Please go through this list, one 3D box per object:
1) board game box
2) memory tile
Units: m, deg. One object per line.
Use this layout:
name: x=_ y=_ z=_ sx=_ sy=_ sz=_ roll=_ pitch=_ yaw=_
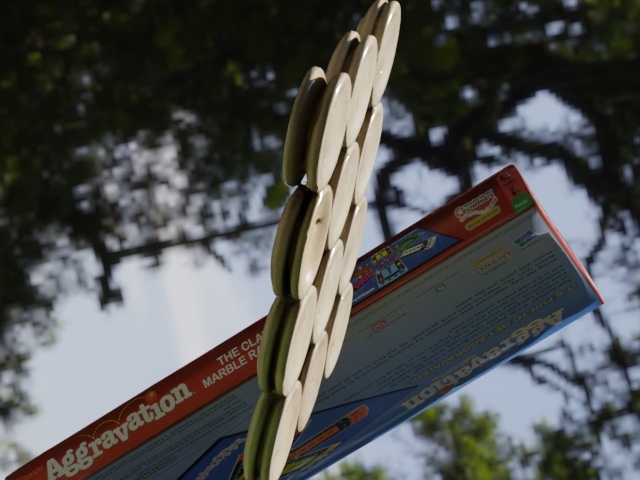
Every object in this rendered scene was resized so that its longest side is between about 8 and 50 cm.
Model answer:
board game box: x=-0.002 y=0.072 z=0.847 sx=0.027 sy=0.281 sz=0.145 roll=63 pitch=9 yaw=30
memory tile: x=0.000 y=0.000 z=0.568 sx=0.113 sy=0.012 sz=0.148 roll=-60 pitch=163 yaw=-60
